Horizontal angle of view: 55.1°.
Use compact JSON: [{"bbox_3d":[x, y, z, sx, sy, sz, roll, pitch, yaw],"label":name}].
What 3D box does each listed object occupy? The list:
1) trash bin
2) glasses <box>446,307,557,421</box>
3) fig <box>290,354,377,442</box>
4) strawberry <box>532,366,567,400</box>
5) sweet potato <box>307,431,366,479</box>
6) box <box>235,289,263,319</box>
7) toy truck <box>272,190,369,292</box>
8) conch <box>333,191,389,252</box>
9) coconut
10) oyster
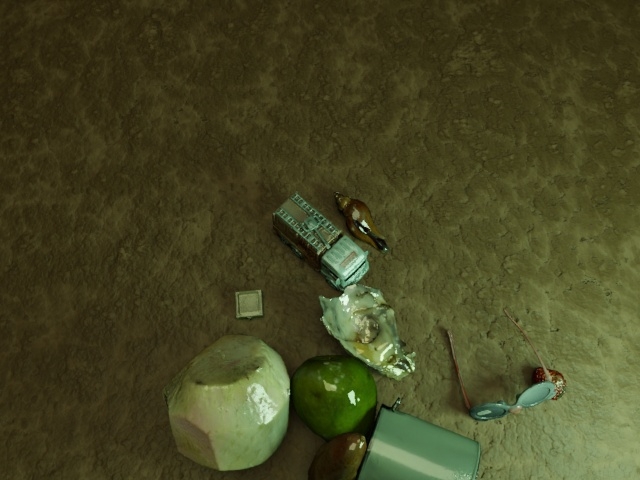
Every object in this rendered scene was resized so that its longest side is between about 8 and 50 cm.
[{"bbox_3d":[0.241,0.559,1.535,0.263,0.217,0.277,19,86,10],"label":"trash bin"},{"bbox_3d":[0.484,0.340,1.669,0.234,0.118,0.268,-26,49,17],"label":"glasses"},{"bbox_3d":[0.027,0.441,1.608,0.233,0.233,0.314,12,113,7],"label":"fig"},{"bbox_3d":[0.619,0.383,1.661,0.083,0.083,0.096,-36,63,-10],"label":"strawberry"},{"bbox_3d":[0.007,0.594,1.517,0.109,0.109,0.385,38,118,15],"label":"sweet potato"},{"bbox_3d":[-0.207,0.190,1.793,0.080,0.035,0.083,-5,70,1],"label":"box"},{"bbox_3d":[0.000,0.000,1.786,0.305,0.162,0.136,42,76,16],"label":"toy truck"},{"bbox_3d":[0.118,-0.059,1.847,0.086,0.080,0.232,-28,72,1],"label":"conch"},{"bbox_3d":[-0.232,0.414,1.570,0.353,0.352,0.352,-1,69,2],"label":"coconut"},{"bbox_3d":[0.125,0.252,1.714,0.275,0.100,0.270,3,74,-9],"label":"oyster"}]
